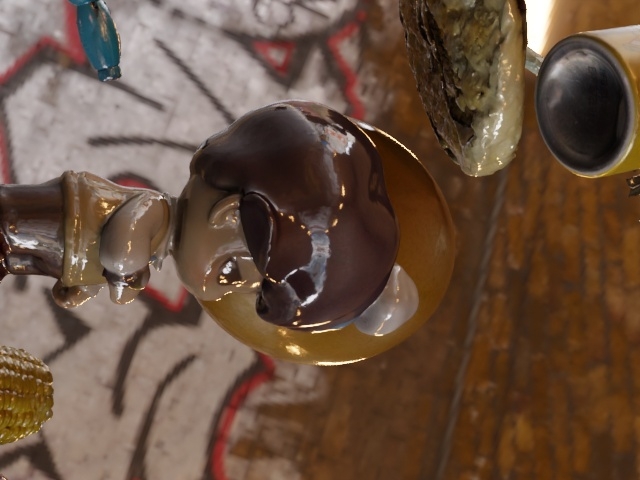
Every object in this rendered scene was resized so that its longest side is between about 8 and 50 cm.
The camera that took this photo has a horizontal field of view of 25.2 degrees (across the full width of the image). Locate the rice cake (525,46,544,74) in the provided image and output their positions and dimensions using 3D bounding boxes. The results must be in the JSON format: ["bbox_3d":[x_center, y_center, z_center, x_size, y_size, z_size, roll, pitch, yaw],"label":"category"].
[{"bbox_3d":[0.242,-0.243,1.799,0.022,0.121,0.021,-54,-179,-22],"label":"rice cake"}]

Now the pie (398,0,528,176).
[{"bbox_3d":[0.155,-0.227,1.634,0.339,0.077,0.339,167,-90,-77],"label":"pie"}]

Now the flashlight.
[{"bbox_3d":[-0.251,-0.238,1.581,0.051,0.051,0.129,-150,-133,-75],"label":"flashlight"}]

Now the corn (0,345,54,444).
[{"bbox_3d":[-0.417,0.159,1.466,0.131,0.344,0.131,-4,-98,31],"label":"corn"}]

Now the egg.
[{"bbox_3d":[0.000,0.000,1.614,0.282,0.351,0.283,-15,-114,36],"label":"egg"}]

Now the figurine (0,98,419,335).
[{"bbox_3d":[-0.102,0.004,1.227,0.218,0.365,0.206,101,-31,-60],"label":"figurine"}]

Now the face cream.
[{"bbox_3d":[0.325,-0.124,1.096,0.105,0.348,0.105,23,-61,52],"label":"face cream"}]

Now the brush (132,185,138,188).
[{"bbox_3d":[-0.192,-0.006,1.865,0.014,0.164,0.051,-40,-172,-7],"label":"brush"}]

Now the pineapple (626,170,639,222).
[{"bbox_3d":[0.527,-0.159,2.124,0.165,0.165,0.364,-57,-166,38],"label":"pineapple"}]

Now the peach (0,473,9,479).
[{"bbox_3d":[-0.397,0.324,1.562,0.092,0.172,0.127,38,-63,43],"label":"peach"}]
